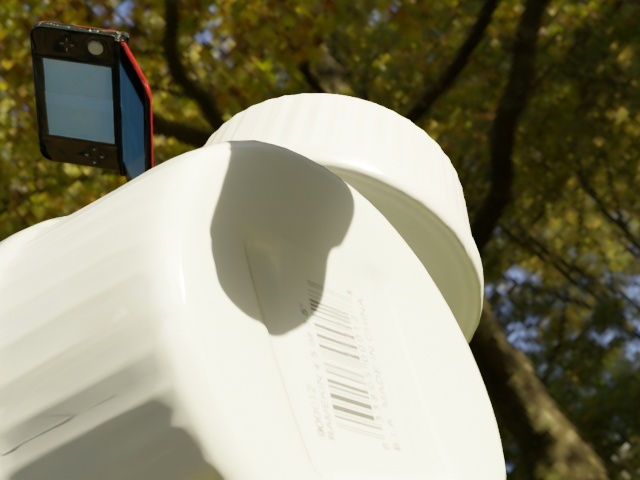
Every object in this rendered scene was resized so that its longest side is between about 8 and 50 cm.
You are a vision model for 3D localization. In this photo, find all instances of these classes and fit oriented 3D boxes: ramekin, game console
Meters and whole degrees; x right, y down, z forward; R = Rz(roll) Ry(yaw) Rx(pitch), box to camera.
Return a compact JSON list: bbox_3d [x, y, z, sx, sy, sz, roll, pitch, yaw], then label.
[{"bbox_3d":[0.000,0.000,1.121,0.272,0.127,0.273,4,-46,4],"label":"ramekin"},{"bbox_3d":[-0.194,-0.100,1.164,0.085,0.124,0.144,-77,-6,-50],"label":"game console"},{"bbox_3d":[-0.031,0.086,0.653,0.135,0.277,0.277,-31,-20,28],"label":"ramekin"}]
